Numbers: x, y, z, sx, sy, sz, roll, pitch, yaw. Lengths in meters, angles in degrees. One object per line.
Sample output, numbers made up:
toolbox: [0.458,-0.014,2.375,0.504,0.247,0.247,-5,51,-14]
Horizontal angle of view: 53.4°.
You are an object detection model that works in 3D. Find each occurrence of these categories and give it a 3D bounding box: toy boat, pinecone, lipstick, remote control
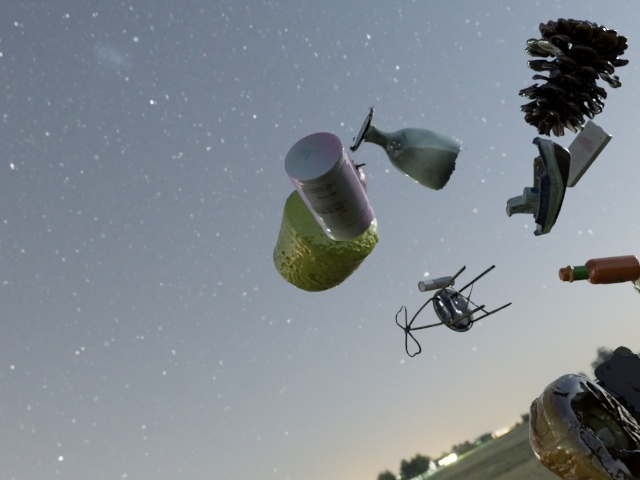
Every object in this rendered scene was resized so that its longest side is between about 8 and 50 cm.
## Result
toy boat: [0.505,-0.122,1.490,0.115,0.114,0.262,6,-54,6]
pinecone: [0.578,-0.382,1.506,0.292,0.246,0.246,-65,-25,-3]
lipstick: [0.401,0.149,2.189,0.141,0.040,0.040,-7,-29,-30]
remote control: [0.738,-0.241,1.806,0.029,0.087,0.190,3,-50,-34]

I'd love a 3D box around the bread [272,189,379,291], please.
bread: [0.000,0.000,2.223,0.348,0.348,0.308,-9,-35,-38]

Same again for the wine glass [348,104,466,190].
wine glass: [0.286,-0.301,2.105,0.357,0.190,0.190,21,-36,-5]

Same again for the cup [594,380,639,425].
cup: [0.777,0.481,1.719,0.223,0.169,0.176,-62,-22,-15]

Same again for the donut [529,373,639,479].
donut: [0.616,0.469,1.461,0.330,0.330,0.160,0,-45,-49]

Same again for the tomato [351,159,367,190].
tomato: [0.125,-0.208,2.917,0.309,0.170,0.309,-49,-10,-11]

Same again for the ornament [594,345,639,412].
ornament: [0.784,0.375,1.455,0.260,0.251,0.106,37,-83,-29]

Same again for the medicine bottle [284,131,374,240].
medicine bottle: [0.028,-0.127,1.567,0.152,0.152,0.254,-29,-42,3]

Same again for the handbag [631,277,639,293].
handbag: [1.099,0.171,1.786,0.236,0.358,0.160,-42,-42,10]

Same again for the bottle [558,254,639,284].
bottle: [0.689,0.076,1.581,0.187,0.069,0.069,-5,-23,3]

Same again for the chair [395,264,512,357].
chair: [0.384,0.206,1.882,0.170,0.160,0.326,0,-33,-35]
